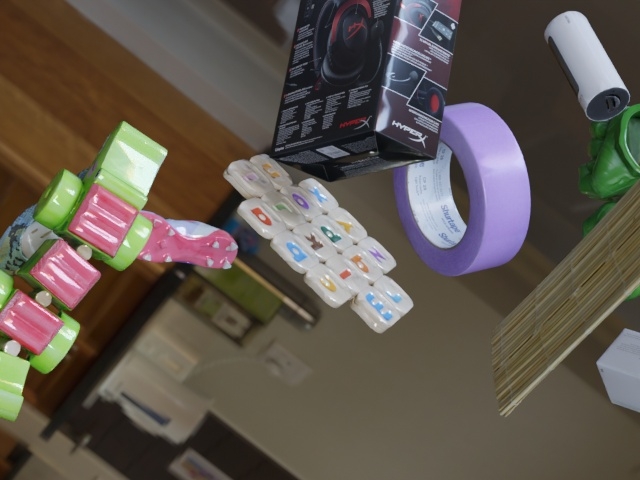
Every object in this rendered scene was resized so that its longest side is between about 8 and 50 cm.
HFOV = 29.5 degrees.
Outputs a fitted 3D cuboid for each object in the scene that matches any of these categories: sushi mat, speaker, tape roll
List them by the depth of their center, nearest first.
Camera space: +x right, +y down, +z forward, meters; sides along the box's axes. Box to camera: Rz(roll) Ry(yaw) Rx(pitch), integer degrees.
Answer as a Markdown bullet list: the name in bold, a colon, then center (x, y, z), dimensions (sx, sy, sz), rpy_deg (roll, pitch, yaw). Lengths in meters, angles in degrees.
- **sushi mat**: center (0.291, 0.057, 1.360), dimensions (0.316, 0.019, 0.151), rpy_deg (-52, -160, 34)
- **speaker**: center (0.312, -0.205, 1.425), dimensions (0.055, 0.055, 0.136), rpy_deg (-49, -136, 35)
- **tape roll**: center (0.225, -0.084, 1.988), dimensions (0.090, 0.275, 0.275), rpy_deg (-11, 164, -25)

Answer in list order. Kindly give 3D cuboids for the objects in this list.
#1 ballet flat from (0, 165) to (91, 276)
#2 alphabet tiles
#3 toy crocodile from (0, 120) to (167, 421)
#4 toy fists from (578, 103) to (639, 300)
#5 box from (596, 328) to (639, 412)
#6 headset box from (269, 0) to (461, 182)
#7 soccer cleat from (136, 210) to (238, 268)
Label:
- **ballet flat**: center (-0.317, -0.024, 1.486), dimensions (0.188, 0.070, 0.070), rpy_deg (-46, -178, -15)
- **alphabet tiles**: center (0.000, 0.000, 1.546), dimensions (0.021, 0.284, 0.278), rpy_deg (-46, 174, 19)
- **toy crocodile**: center (-0.266, 0.028, 1.261), dimensions (0.340, 0.115, 0.105), rpy_deg (-58, -159, -17)
- **toy fists**: center (0.424, -0.052, 1.713), dimensions (0.142, 0.096, 0.279), rpy_deg (124, -33, -74)
- **box**: center (0.520, 0.215, 1.961), dimensions (0.087, 0.102, 0.101), rpy_deg (-44, -144, -24)
- **headset box**: center (0.062, -0.240, 1.562), dimensions (0.218, 0.110, 0.293), rpy_deg (-10, -115, 51)
- **soccer cleat**: center (-0.255, -0.006, 2.055), dimensions (0.095, 0.248, 0.083), rpy_deg (35, -71, 54)
